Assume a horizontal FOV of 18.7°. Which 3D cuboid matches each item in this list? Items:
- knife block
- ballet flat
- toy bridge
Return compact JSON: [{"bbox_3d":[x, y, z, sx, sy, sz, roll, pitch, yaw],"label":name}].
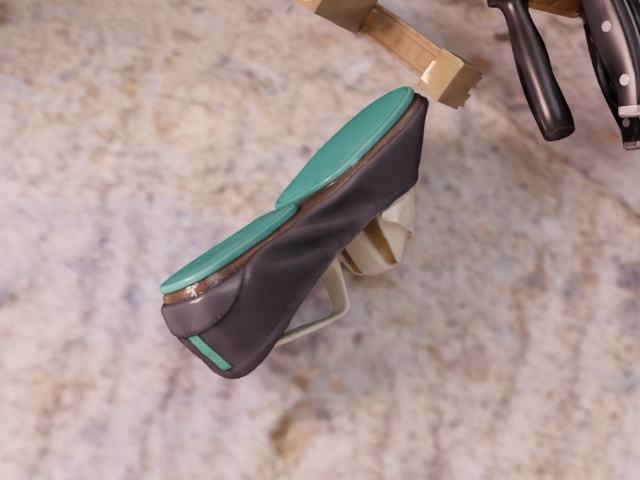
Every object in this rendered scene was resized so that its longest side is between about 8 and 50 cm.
[{"bbox_3d":[0.118,-0.184,1.031,0.275,0.088,0.242,45,38,-18],"label":"knife block"},{"bbox_3d":[0.000,0.000,0.949,0.074,0.074,0.203,40,49,8],"label":"ballet flat"},{"bbox_3d":[0.009,-0.128,1.030,0.188,0.026,0.063,36,10,24],"label":"toy bridge"}]
